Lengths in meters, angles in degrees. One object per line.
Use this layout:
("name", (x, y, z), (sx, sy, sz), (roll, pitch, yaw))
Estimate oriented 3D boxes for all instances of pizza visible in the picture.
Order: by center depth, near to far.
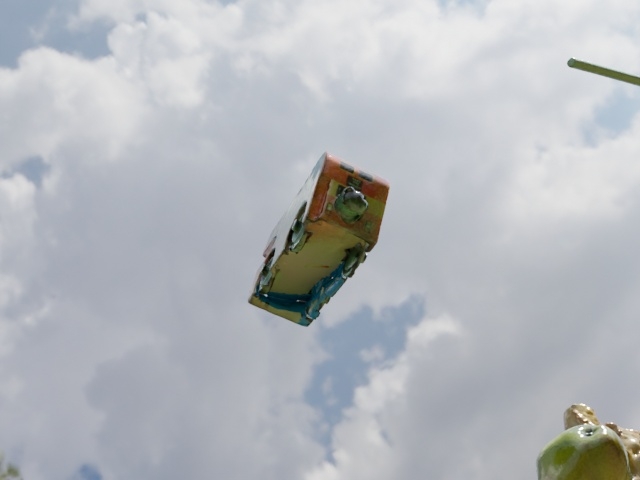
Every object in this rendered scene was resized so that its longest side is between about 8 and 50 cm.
("pizza", (0.347, 0.255, 1.078), (0.161, 0.182, 0.062), (9, -52, -8))

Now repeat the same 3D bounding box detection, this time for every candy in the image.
("candy", (0.330, -0.150, 0.995), (0.287, 0.084, 0.078), (5, -80, -38))

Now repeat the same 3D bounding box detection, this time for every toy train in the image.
("toy train", (0.000, 0.000, 0.919), (0.072, 0.099, 0.188), (26, -39, -8))

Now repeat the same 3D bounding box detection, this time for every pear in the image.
("pear", (0.242, 0.210, 0.933), (0.092, 0.092, 0.097), (11, -62, -36))
